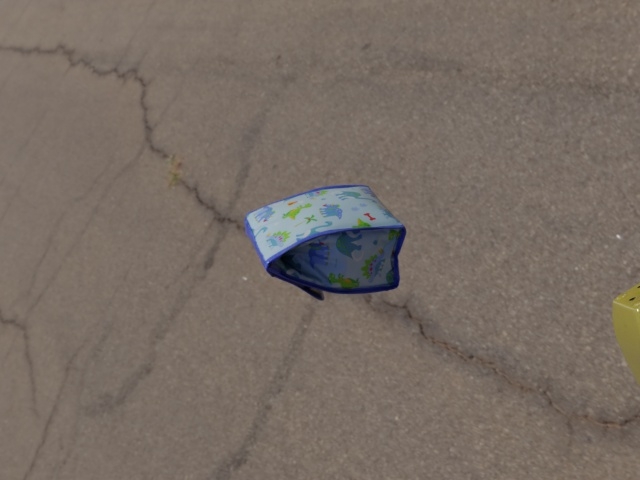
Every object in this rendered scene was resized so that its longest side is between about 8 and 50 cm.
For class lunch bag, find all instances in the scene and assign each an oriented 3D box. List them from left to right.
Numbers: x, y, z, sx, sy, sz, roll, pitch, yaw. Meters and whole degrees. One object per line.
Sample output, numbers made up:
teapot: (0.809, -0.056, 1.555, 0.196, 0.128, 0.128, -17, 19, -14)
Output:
lunch bag: (0.000, 0.000, 0.761, 0.129, 0.151, 0.096, -125, 37, -62)

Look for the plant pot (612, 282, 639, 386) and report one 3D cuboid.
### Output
plant pot: (0.280, 0.071, 0.550, 0.081, 0.083, 0.081, -35, 2, 4)
